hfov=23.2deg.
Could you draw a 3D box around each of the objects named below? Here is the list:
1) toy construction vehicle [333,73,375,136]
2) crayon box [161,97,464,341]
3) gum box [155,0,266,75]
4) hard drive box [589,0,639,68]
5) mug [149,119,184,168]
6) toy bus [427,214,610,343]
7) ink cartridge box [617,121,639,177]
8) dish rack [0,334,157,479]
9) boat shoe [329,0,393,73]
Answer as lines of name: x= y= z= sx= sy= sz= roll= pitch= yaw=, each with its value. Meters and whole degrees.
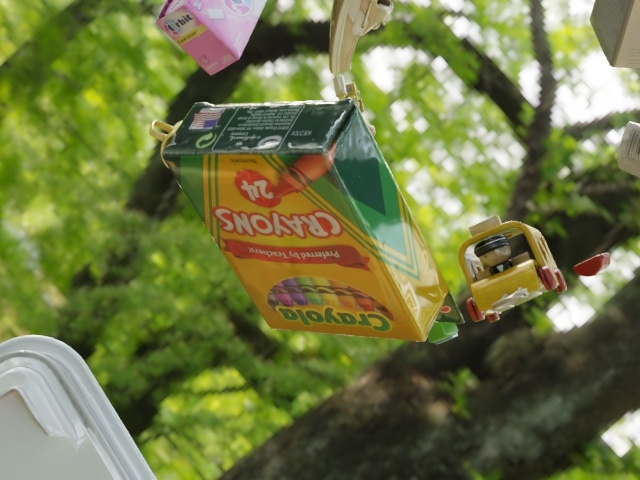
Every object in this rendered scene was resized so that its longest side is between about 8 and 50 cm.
toy construction vehicle: x=0.040 y=-0.138 z=1.728 sx=0.098 sy=0.035 sz=0.086 roll=69 pitch=11 yaw=-68
crayon box: x=0.000 y=0.000 z=1.594 sx=0.202 sy=0.081 sz=0.318 roll=1 pitch=-43 yaw=35
gum box: x=-0.136 y=-0.329 z=2.104 sx=0.062 sy=0.188 sz=0.107 roll=-24 pitch=-57 yaw=40
hard drive box: x=0.373 y=-0.277 z=1.465 sx=0.089 sy=0.181 sz=0.232 roll=-100 pitch=-165 yaw=-48
mug: x=-0.181 y=-0.135 z=2.070 sx=0.078 sy=0.062 sz=0.064 roll=57 pitch=17 yaw=-24
toy bus: x=0.205 y=0.026 z=1.747 sx=0.202 sy=0.191 sz=0.104 roll=-37 pitch=-106 yaw=56
ink cartridge box: x=0.542 y=-0.053 z=1.744 sx=0.307 sy=0.072 sz=0.303 roll=5 pitch=13 yaw=-25
dish rack: x=-0.276 y=0.255 z=1.170 sx=0.285 sy=0.333 sz=0.072 roll=57 pitch=-4 yaw=9
boat shoe: x=0.044 y=-0.238 z=1.562 sx=0.063 sy=0.059 sz=0.170 roll=-90 pitch=-170 yaw=-50
